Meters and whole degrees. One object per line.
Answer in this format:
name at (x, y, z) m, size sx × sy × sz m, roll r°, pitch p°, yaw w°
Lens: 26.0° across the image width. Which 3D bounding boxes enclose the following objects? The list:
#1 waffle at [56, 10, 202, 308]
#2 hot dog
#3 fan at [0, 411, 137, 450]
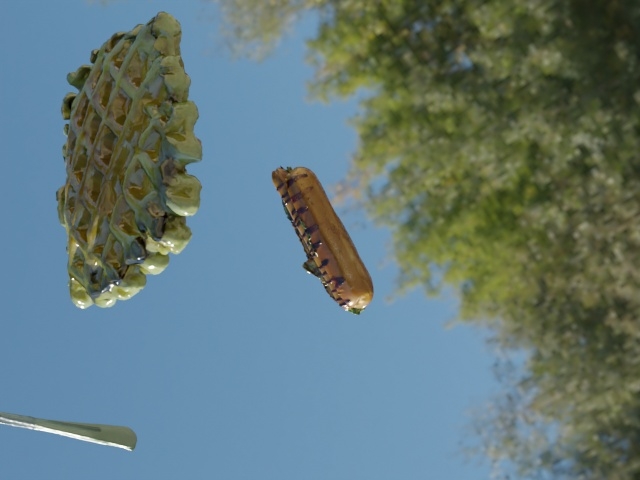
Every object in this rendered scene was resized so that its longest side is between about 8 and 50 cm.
waffle at (-0.154, -0.058, 1.077) m, size 0.054 × 0.214 × 0.208 m, roll 7°, pitch -108°, yaw -34°
hot dog at (0.000, 0.000, 0.992) m, size 0.122 × 0.037 × 0.049 m, roll 60°, pitch 163°, yaw -3°
fan at (-0.308, 0.225, 1.662) m, size 0.193 × 0.016 × 0.038 m, roll 14°, pitch -156°, yaw -30°
